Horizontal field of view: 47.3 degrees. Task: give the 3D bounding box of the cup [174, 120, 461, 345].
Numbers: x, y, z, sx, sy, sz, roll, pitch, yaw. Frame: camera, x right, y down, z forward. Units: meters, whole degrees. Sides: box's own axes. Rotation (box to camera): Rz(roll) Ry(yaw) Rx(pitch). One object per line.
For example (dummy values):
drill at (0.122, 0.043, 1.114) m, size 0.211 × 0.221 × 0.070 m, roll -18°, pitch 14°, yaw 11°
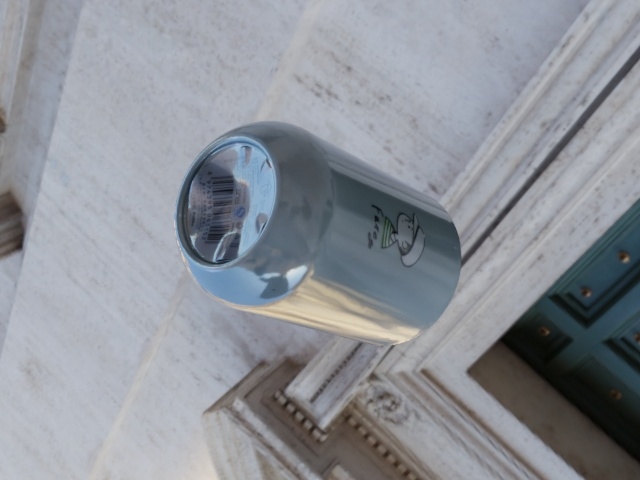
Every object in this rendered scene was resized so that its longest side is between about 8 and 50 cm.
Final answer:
cup at (0.000, 0.000, 0.816) m, size 0.312 × 0.205 × 0.205 m, roll 20°, pitch -145°, yaw -51°
